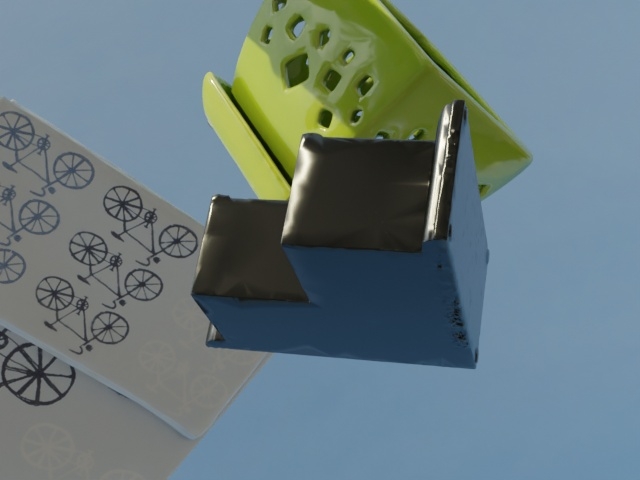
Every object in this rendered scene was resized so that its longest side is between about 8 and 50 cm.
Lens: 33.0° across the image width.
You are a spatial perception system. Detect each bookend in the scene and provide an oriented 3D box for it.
[{"bbox_3d":[0.000,0.000,0.550,0.157,0.156,0.072,3,-116,15],"label":"bookend"}]

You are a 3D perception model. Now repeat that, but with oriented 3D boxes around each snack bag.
[{"bbox_3d":[-0.228,0.095,0.936,0.323,0.037,0.342,35,-76,-20],"label":"snack bag"}]

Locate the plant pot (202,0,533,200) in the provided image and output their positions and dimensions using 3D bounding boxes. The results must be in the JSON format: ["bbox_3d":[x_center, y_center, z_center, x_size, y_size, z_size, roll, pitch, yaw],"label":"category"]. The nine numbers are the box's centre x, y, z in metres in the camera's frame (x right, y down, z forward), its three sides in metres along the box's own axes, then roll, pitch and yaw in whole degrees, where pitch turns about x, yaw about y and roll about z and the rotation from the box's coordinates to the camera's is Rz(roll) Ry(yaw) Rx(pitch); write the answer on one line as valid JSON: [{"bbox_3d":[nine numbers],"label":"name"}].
[{"bbox_3d":[0.033,-0.116,1.054,0.207,0.228,0.227,-44,-37,12],"label":"plant pot"}]
